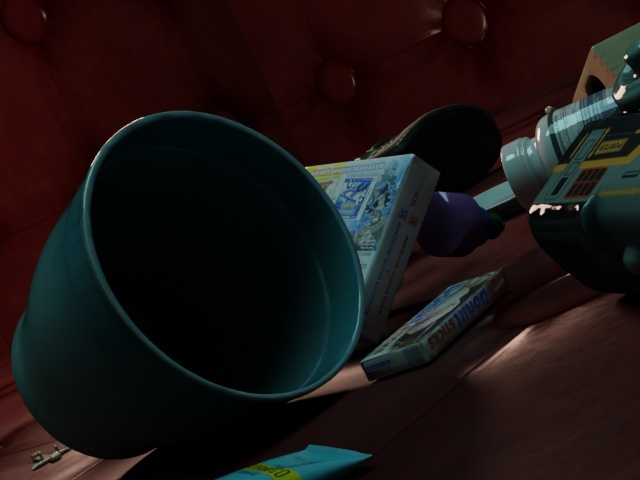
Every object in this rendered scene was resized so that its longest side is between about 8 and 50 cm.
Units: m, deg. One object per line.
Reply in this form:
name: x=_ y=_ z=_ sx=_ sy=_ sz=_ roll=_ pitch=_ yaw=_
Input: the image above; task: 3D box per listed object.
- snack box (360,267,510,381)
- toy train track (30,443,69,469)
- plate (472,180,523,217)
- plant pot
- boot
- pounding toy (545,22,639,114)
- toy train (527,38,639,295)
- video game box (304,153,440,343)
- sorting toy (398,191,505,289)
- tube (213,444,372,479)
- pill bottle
snack box: x=0.103 y=0.071 z=1.220 sx=0.064 sy=0.022 sz=0.178 roll=-23 pitch=6 yaw=35
toy train track: x=-0.307 y=0.237 z=1.564 sx=0.048 sy=0.014 sz=0.083 roll=-28 pitch=5 yaw=-28
plate: x=0.241 y=-0.054 z=1.796 sx=0.188 sy=0.024 sz=0.188 roll=-24 pitch=5 yaw=2
plant pot: x=-0.142 y=0.065 z=1.256 sx=0.271 sy=0.271 sz=0.255 roll=-31 pitch=-7 yaw=-46
boot: x=0.093 y=-0.091 z=2.305 sx=0.377 sy=0.138 sz=0.284 roll=-36 pitch=10 yaw=-33
pounding toy: x=0.419 y=-0.195 z=2.009 sx=0.181 sy=0.094 sz=0.206 roll=-27 pitch=-26 yaw=-19
toy train: x=0.277 y=-0.051 z=0.947 sx=0.190 sy=0.142 sz=0.334 roll=-54 pitch=17 yaw=-12
video game box: x=0.012 y=0.010 z=1.416 sx=0.205 sy=0.048 sz=0.187 roll=-2 pitch=64 yaw=54
sorting toy: x=0.056 y=0.031 z=1.538 sx=0.126 sy=0.127 sz=0.365 roll=2 pitch=-19 yaw=-46
tube: x=-0.069 y=0.177 z=0.898 sx=0.207 sy=0.052 sz=0.080 roll=-22 pitch=14 yaw=-30
pill bottle: x=0.296 y=-0.101 z=1.540 sx=0.180 sy=0.108 sz=0.108 roll=-23 pitch=6 yaw=24
